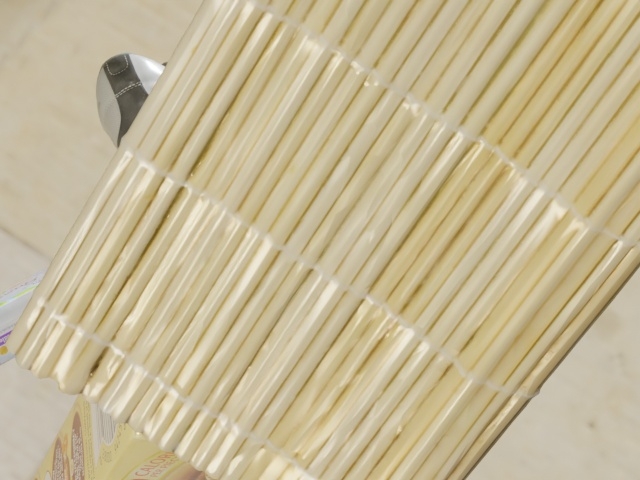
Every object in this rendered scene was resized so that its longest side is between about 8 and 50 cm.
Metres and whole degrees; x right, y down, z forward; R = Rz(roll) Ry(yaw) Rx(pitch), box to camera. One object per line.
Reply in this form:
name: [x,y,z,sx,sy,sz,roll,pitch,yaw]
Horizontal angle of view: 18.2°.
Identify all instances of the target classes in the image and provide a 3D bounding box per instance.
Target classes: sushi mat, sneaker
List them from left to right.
sneaker: [-0.111,-0.089,1.567,0.100,0.108,0.271,-27,-7,3]
sushi mat: [0.036,-0.038,0.570,0.316,0.151,0.019,-56,6,32]

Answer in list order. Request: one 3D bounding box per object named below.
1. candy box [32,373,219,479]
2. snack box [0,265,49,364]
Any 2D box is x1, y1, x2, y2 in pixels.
candy box: [-0.071,0.145,1.291,0.316,0.183,0.087,126,143,-58]
snack box: [-0.185,0.043,1.325,0.141,0.037,0.100,-30,9,-27]
